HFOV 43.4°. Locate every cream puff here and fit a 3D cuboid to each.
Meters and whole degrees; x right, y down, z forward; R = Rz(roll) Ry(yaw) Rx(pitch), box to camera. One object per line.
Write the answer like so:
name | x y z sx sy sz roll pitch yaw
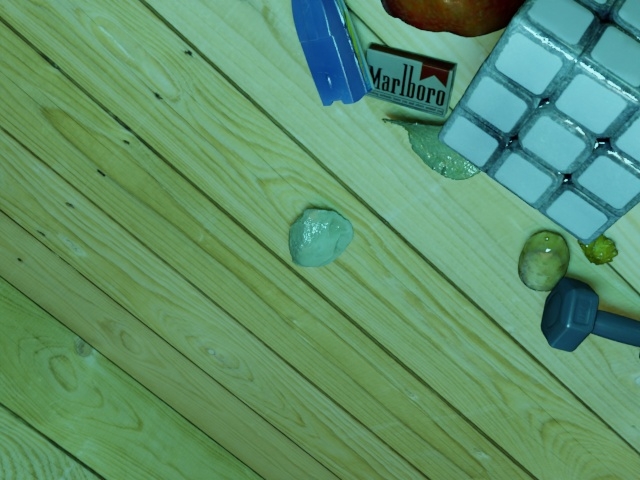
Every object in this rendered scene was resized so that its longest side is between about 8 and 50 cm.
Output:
cream puff | 0.582 0.019 1.698 0.083 0.058 0.083 2 134 31

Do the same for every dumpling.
dumpling | -0.010 0.008 1.990 0.152 0.108 0.219 24 141 7

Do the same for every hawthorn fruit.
hawthorn fruit | 0.225 -0.478 1.258 0.265 0.265 0.307 16 121 15

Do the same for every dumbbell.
dumbbell | 0.644 0.190 1.728 0.324 0.144 0.160 17 137 -5

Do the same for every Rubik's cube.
Rubik's cube | 0.408 -0.234 1.202 0.303 0.301 0.305 36 149 6

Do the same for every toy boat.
toy boat | 0.012 -0.416 1.566 0.129 0.088 0.295 4 123 46

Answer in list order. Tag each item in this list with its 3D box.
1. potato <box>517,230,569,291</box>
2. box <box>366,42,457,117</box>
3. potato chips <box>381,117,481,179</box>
potato | 0.488 0.047 1.763 0.107 0.080 0.170 4 143 13
box | 0.175 -0.320 1.603 0.177 0.036 0.115 18 137 13
potato chips | 0.237 -0.208 1.662 0.228 0.059 0.167 37 150 -26
